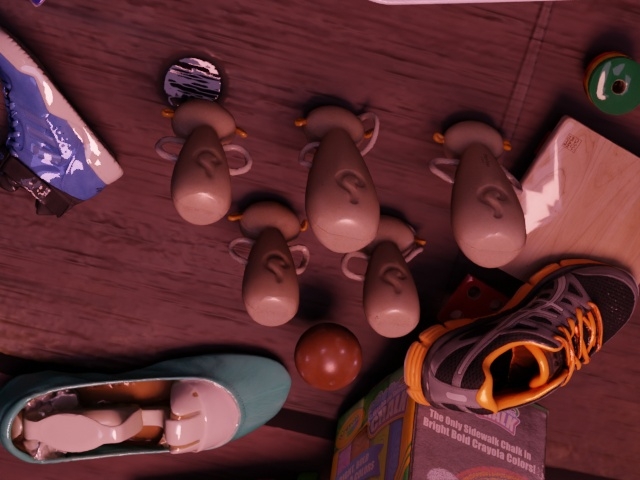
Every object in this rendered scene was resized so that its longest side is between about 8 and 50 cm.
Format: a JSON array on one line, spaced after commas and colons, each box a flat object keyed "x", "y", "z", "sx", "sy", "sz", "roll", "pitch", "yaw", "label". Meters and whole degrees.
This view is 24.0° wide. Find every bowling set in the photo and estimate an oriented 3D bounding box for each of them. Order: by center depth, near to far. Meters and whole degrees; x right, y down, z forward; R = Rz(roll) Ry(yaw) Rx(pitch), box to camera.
[{"x": 0.000, "y": 0.000, "z": 1.167, "sx": 0.287, "sy": 0.154, "sz": 0.199, "roll": 11, "pitch": 127, "yaw": -12, "label": "bowling set"}]

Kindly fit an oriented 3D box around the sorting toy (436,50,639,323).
[{"x": 0.206, "y": -0.012, "z": 1.217, "sx": 0.132, "sy": 0.046, "sz": 0.274, "roll": 28, "pitch": 105, "yaw": -15, "label": "sorting toy"}]

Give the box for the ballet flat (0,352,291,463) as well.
[{"x": -0.143, "y": 0.145, "z": 1.214, "sx": 0.247, "sy": 0.087, "sz": 0.083, "roll": -4, "pitch": 110, "yaw": -5, "label": "ballet flat"}]

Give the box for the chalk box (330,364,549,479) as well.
[{"x": 0.093, "y": 0.186, "z": 1.211, "sx": 0.132, "sy": 0.213, "sz": 0.132, "roll": 27, "pitch": 136, "yaw": -18, "label": "chalk box"}]

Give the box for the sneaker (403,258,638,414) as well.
[{"x": 0.170, "y": 0.081, "z": 1.153, "sx": 0.215, "sy": 0.083, "sz": 0.084, "roll": -25, "pitch": 114, "yaw": -26, "label": "sneaker"}]

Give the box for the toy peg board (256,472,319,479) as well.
[{"x": -0.062, "y": 0.274, "z": 1.289, "sx": 0.161, "sy": 0.079, "sz": 0.161, "roll": -2, "pitch": 111, "yaw": 11, "label": "toy peg board"}]

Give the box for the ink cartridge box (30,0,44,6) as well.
[{"x": -0.125, "y": -0.348, "z": 1.011, "sx": 0.371, "sy": 0.069, "sz": 0.175, "roll": -42, "pitch": 82, "yaw": 12, "label": "ink cartridge box"}]

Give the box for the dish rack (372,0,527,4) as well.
[{"x": 0.149, "y": -0.330, "z": 1.081, "sx": 0.286, "sy": 0.072, "sz": 0.332, "roll": -3, "pitch": 112, "yaw": -6, "label": "dish rack"}]

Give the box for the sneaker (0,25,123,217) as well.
[{"x": -0.226, "y": -0.084, "z": 1.134, "sx": 0.085, "sy": 0.058, "sz": 0.152, "roll": -37, "pitch": 117, "yaw": -1, "label": "sneaker"}]
